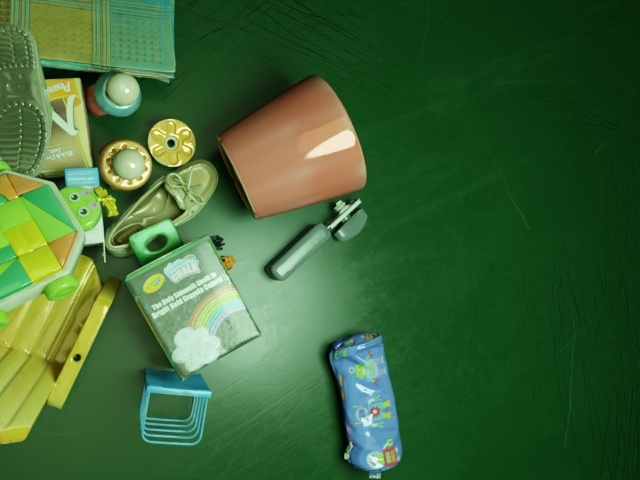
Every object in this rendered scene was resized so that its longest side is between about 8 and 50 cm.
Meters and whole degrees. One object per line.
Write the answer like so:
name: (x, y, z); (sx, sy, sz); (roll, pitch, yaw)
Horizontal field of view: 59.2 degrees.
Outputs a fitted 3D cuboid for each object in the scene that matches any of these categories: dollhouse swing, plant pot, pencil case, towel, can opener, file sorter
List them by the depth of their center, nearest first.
dollhouse swing: (-0.567, 0.127, 0.962); (0.347, 0.305, 0.314); (25, 78, -15)
file sorter: (-0.293, 0.324, 1.111); (0.118, 0.170, 0.104); (11, 85, -18)
towel: (-0.488, -0.463, 1.157); (0.371, 0.040, 0.271); (2, 70, -17)
plant pot: (-0.071, -0.181, 1.196); (0.243, 0.275, 0.274); (-25, 94, -9)
pencil case: (0.099, 0.363, 1.268); (0.133, 0.119, 0.305); (-9, 88, -18)
can opener: (0.000, 0.000, 1.291); (0.280, 0.074, 0.093); (-39, 99, -18)

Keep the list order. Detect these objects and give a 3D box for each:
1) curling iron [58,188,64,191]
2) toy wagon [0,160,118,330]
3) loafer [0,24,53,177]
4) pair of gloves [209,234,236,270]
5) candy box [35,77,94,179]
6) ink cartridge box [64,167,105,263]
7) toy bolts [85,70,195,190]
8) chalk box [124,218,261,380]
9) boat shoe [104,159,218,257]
curling iron: (-0.609, -0.091, 1.100); (0.274, 0.068, 0.035); (-5, 85, -25)
toy wagon: (-0.513, -0.013, 0.948); (0.345, 0.068, 0.267); (-30, 79, -25)
loafer: (-0.538, -0.246, 1.026); (0.102, 0.092, 0.268); (3, 100, -12)
pair of gloves: (-0.216, 0.027, 1.221); (0.010, 0.074, 0.083); (-27, 94, 18)
candy box: (-0.616, -0.206, 1.088); (0.317, 0.088, 0.182); (-8, 88, -20)
ink cartridge box: (-0.457, -0.043, 1.094); (0.062, 0.104, 0.181); (-5, 88, -23)
toy bolts: (-0.354, -0.228, 1.120); (0.219, 0.159, 0.228); (-23, 104, -25)
chalk box: (-0.276, 0.103, 1.133); (0.180, 0.179, 0.288); (-28, 94, -18)
boat shoe: (-0.324, -0.068, 1.175); (0.285, 0.089, 0.104); (-46, 100, -17)
